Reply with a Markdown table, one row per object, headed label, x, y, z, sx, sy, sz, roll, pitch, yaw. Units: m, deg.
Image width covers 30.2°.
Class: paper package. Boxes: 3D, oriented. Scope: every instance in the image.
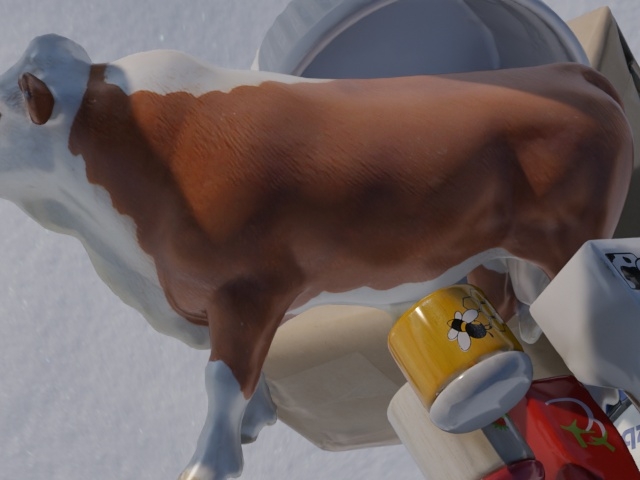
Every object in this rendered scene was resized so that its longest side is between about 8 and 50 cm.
| label | x | y | z | sx | sy | sz | roll | pitch | yaw |
| --- | --- | --- | --- | --- | --- | --- | --- | --- | --- |
| paper package | 0.115 | 0.000 | 0.994 | 0.168 | 0.325 | 0.309 | 45 | 50 | -28 |

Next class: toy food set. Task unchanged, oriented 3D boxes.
| label | x | y | z | sx | sy | sz | roll | pitch | yaw |
| --- | --- | --- | --- | --- | --- | --- | --- | --- | --- |
| toy food set | 0.127 | 0.074 | 0.461 | 0.232 | 0.111 | 0.104 | -2 | 48 | -41 |

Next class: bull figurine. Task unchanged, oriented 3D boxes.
| label | x | y | z | sx | sy | sz | roll | pitch | yaw |
| --- | --- | --- | --- | --- | --- | --- | --- | --- | --- |
| bull figurine | 0.000 | 0.000 | 0.521 | 0.310 | 0.101 | 0.188 | -5 | 101 | -13 |

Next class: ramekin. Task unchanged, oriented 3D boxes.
| label | x | y | z | sx | sy | sz | roll | pitch | yaw |
| --- | --- | --- | --- | --- | --- | --- | --- | --- | --- |
| ramekin | 0.052 | -0.073 | 0.715 | 0.207 | 0.207 | 0.109 | -15 | 33 | -8 |

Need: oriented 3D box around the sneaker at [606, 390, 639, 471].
| label | x | y | z | sx | sy | sz | roll | pitch | yaw |
| --- | --- | --- | --- | --- | --- | --- | --- | --- | --- |
| sneaker | 0.202 | 0.204 | 0.730 | 0.127 | 0.315 | 0.182 | 6 | 35 | -9 |
